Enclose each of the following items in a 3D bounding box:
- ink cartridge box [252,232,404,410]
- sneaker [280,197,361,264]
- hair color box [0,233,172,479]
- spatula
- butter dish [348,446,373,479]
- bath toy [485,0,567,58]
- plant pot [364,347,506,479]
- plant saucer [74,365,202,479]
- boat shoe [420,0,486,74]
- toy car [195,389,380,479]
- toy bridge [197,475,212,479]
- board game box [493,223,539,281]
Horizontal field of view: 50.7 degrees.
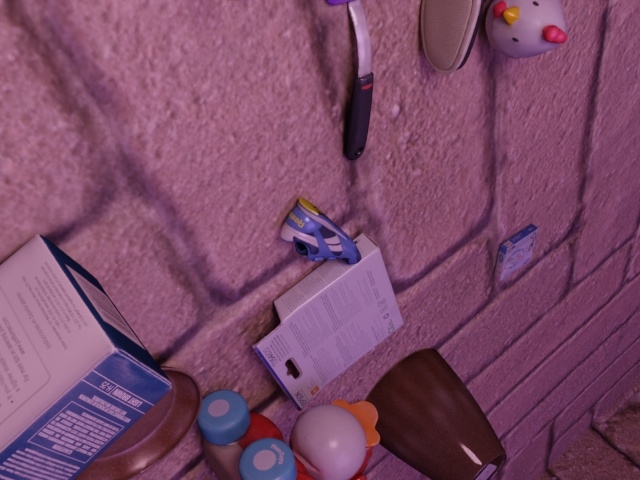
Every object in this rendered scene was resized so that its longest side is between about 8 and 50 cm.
[{"bbox_3d":[0.012,0.126,1.001,0.224,0.045,0.223,-38,142,-12],"label":"ink cartridge box"},{"bbox_3d":[0.000,0.000,0.871,0.059,0.053,0.144,-50,135,2],"label":"sneaker"},{"bbox_3d":[-0.324,0.178,0.601,0.347,0.174,0.105,-42,145,-8],"label":"hair color box"},{"bbox_3d":[0.044,-0.207,0.744,0.084,0.030,0.296,-26,139,-25],"label":"spatula"},{"bbox_3d":[0.036,0.397,1.209,0.160,0.118,0.160,-4,126,-44],"label":"butter dish"},{"bbox_3d":[0.289,-0.371,0.763,0.151,0.129,0.348,14,116,-13],"label":"bath toy"},{"bbox_3d":[0.228,0.361,1.277,0.215,0.230,0.215,-27,139,-26],"label":"plant pot"},{"bbox_3d":[-0.243,0.226,0.842,0.198,0.036,0.199,-26,138,-26],"label":"plant saucer"},{"bbox_3d":[0.168,-0.296,0.744,0.079,0.084,0.233,-21,133,-31],"label":"boat shoe"},{"bbox_3d":[-0.027,0.299,0.982,0.238,0.210,0.219,-29,133,-26],"label":"toy car"},{"bbox_3d":[-0.199,0.434,1.050,0.026,0.063,0.188,-10,129,-40],"label":"toy bridge"},{"bbox_3d":[0.375,0.024,1.295,0.090,0.020,0.090,-29,139,-25],"label":"board game box"}]
